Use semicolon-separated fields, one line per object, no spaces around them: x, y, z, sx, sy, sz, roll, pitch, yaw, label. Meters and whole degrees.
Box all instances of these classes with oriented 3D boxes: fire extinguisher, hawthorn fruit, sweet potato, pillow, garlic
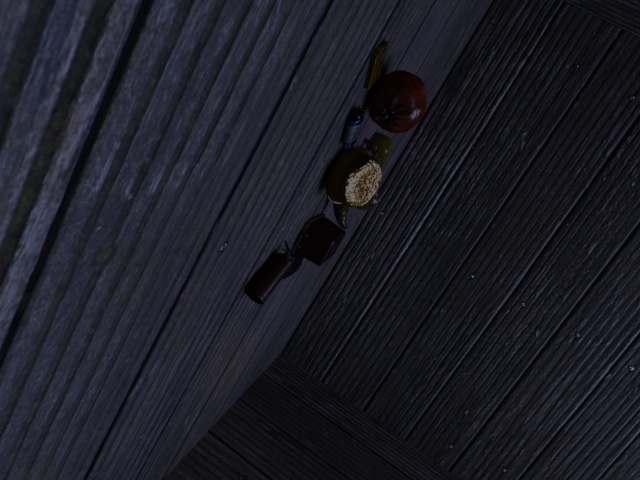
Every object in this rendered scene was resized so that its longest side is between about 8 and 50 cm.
-0.196;0.128;1.708;0.269;0.104;0.105;-53;170;-27;fire extinguisher
0.324;-0.581;1.692;0.272;0.241;0.242;-56;171;-30;hawthorn fruit
0.126;-0.234;2.029;0.130;0.130;0.423;-48;161;-46;sweet potato
-0.138;0.121;2.083;0.141;0.055;0.208;-61;169;19;pillow
0.269;-0.292;2.579;0.214;0.191;0.160;75;22;-62;garlic

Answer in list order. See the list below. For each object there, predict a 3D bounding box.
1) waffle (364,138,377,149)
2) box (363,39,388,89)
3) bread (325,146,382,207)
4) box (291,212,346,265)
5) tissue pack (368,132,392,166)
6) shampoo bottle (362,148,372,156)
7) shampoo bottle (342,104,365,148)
0.254;-0.480;2.089;0.029;0.075;0.083;-53;-175;9;waffle
0.197;-0.622;1.483;0.089;0.022;0.156;-56;171;-22;box
0.146;-0.263;1.804;0.268;0.145;0.269;-22;130;-29;bread
0.000;0.000;2.074;0.193;0.167;0.294;-59;171;21;box
0.321;-0.487;2.267;0.123;0.127;0.178;-56;172;-26;tissue pack
0.218;-0.410;2.119;0.127;0.078;0.257;-64;168;10;shampoo bottle
0.130;-0.446;1.626;0.087;0.050;0.183;-50;169;-29;shampoo bottle
